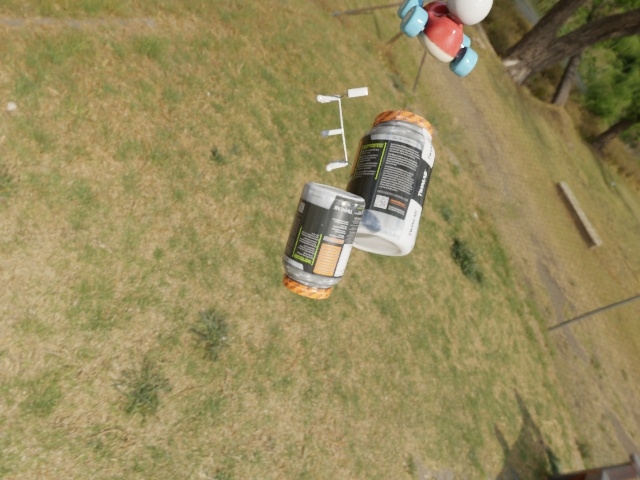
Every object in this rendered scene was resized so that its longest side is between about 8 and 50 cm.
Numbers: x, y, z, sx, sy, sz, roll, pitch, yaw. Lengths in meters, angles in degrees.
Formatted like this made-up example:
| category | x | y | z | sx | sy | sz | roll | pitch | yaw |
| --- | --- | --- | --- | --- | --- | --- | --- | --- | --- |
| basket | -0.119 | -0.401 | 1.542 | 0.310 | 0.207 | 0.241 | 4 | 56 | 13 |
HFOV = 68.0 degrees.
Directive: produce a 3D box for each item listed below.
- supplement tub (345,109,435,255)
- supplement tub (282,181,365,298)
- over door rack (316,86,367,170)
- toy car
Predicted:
| category | x | y | z | sx | sy | sz | roll | pitch | yaw |
| --- | --- | --- | --- | --- | --- | --- | --- | --- | --- |
| supplement tub | 0.163 | -0.137 | 1.144 | 0.193 | 0.193 | 0.316 | 26 | 74 | -35 |
| supplement tub | 0.000 | 0.000 | 0.853 | 0.116 | 0.191 | 0.117 | 17 | 11 | -3 |
| over door rack | 0.062 | -0.338 | 1.472 | 0.108 | 0.324 | 0.240 | -12 | 105 | -12 |
| toy car | 0.359 | -0.601 | 1.228 | 0.219 | 0.238 | 0.210 | 29 | 38 | -21 |
